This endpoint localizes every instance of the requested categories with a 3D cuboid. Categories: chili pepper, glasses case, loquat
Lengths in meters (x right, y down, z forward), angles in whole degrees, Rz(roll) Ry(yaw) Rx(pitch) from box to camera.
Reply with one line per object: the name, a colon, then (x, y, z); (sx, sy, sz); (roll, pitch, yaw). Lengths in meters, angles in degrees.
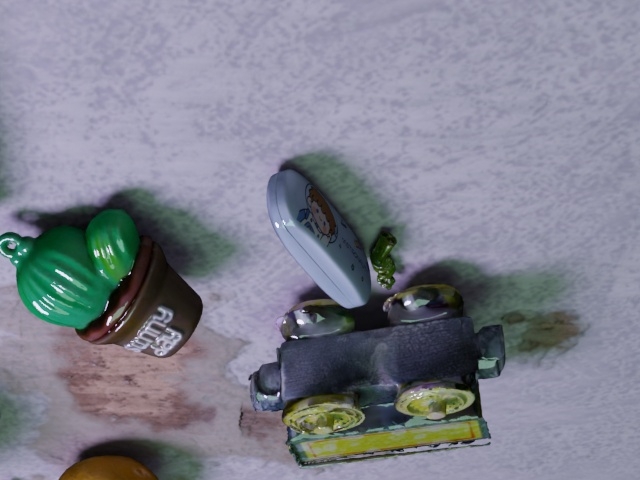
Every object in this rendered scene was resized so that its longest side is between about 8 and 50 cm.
chili pepper: (0.062, 0.020, 1.733); (0.027, 0.022, 0.083); (2, 143, 4)
glasses case: (0.000, 0.000, 1.664); (0.045, 0.067, 0.178); (-18, 140, 21)
loquat: (-0.239, 0.310, 1.996); (0.141, 0.141, 0.141); (-2, 142, -2)

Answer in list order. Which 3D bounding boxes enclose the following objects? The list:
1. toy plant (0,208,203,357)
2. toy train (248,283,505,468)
toy plant: (-0.208, 0.035, 1.670); (0.200, 0.105, 0.143); (32, 123, -22)
toy train: (0.062, 0.138, 1.794); (0.261, 0.134, 0.177); (-8, 155, 7)
